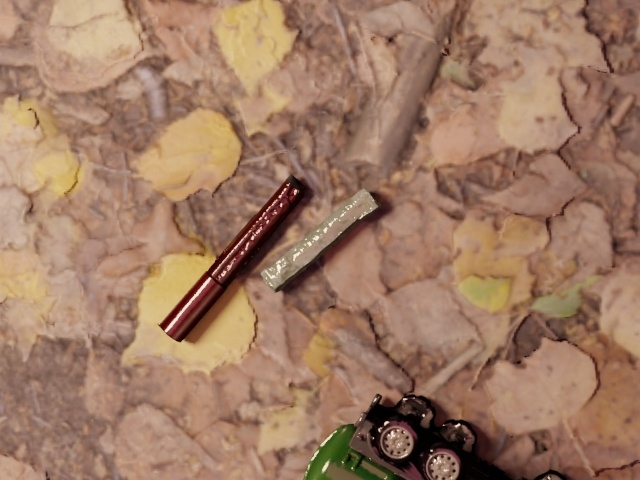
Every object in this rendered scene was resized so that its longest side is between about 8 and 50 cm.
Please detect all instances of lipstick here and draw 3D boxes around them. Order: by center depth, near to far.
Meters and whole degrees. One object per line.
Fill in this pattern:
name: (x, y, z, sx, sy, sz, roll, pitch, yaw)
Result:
lipstick: (-0.074, 0.016, 1.239, 0.027, 0.027, 0.176, 41, 95, 4)

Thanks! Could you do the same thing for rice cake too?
rice cake: (0.000, 0.000, 1.229, 0.121, 0.021, 0.022, -40, 77, 8)

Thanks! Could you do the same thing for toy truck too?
toy truck: (0.108, 0.223, 1.188, 0.243, 0.101, 0.125, 28, 101, 8)
